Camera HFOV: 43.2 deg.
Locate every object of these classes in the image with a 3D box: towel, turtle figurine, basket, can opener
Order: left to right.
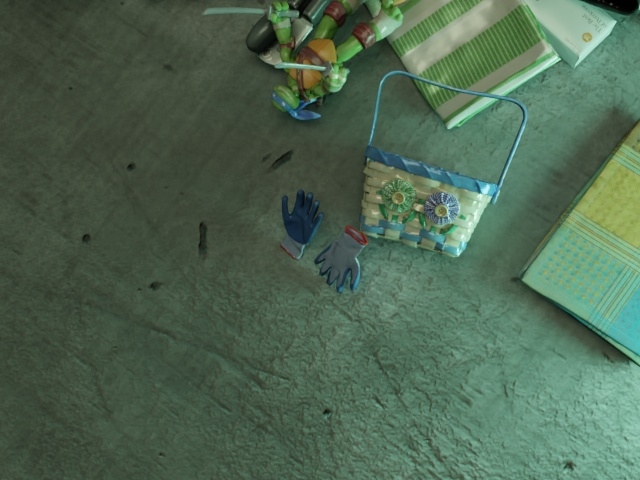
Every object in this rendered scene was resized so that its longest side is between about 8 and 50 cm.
[{"bbox_3d":[-0.027,-0.447,1.523,0.074,0.093,0.280,37,82,11],"label":"can opener"},{"bbox_3d":[-0.002,-0.359,1.409,0.266,0.274,0.198,-44,36,-7],"label":"turtle figurine"},{"bbox_3d":[0.198,-0.127,1.388,0.255,0.201,0.288,15,93,9],"label":"basket"},{"bbox_3d":[0.249,-0.397,1.476,0.248,0.038,0.324,-33,79,18],"label":"towel"},{"bbox_3d":[0.561,0.001,1.415,0.271,0.040,0.370,37,85,9],"label":"towel"}]

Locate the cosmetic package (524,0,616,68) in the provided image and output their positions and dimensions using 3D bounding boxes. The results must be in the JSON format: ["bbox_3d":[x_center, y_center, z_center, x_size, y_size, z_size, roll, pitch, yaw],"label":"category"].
[{"bbox_3d":[0.415,-0.436,1.483,0.099,0.060,0.239,-45,79,-1],"label":"cosmetic package"}]

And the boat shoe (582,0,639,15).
[{"bbox_3d":[0.419,-0.485,1.396,0.340,0.127,0.113,28,63,-2],"label":"boat shoe"}]

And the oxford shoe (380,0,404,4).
[{"bbox_3d":[0.106,-0.599,1.475,0.130,0.133,0.363,-17,67,27],"label":"oxford shoe"}]

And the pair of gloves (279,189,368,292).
[{"bbox_3d":[0.000,0.000,1.430,0.198,0.159,0.023,41,47,15],"label":"pair of gloves"}]
